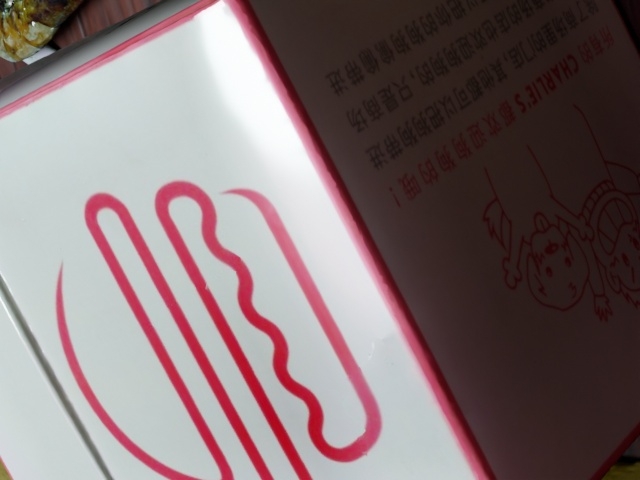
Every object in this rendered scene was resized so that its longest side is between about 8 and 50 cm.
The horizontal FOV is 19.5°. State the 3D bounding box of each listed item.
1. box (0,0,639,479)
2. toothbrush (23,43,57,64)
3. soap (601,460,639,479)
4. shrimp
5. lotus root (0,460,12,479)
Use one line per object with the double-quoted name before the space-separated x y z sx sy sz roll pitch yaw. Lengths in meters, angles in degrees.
"box" 0.000 0.000 1.006 0.300 0.314 0.312 -21 100 41
"toothbrush" -0.290 -0.198 1.322 0.288 0.026 0.024 37 118 15
"soap" 0.088 0.226 1.064 0.204 0.324 0.096 1 110 37
"shrimp" -0.186 -0.182 1.235 0.161 0.034 0.091 -29 86 39
"lotus root" -0.198 0.116 1.341 0.310 0.183 0.182 -7 110 47
